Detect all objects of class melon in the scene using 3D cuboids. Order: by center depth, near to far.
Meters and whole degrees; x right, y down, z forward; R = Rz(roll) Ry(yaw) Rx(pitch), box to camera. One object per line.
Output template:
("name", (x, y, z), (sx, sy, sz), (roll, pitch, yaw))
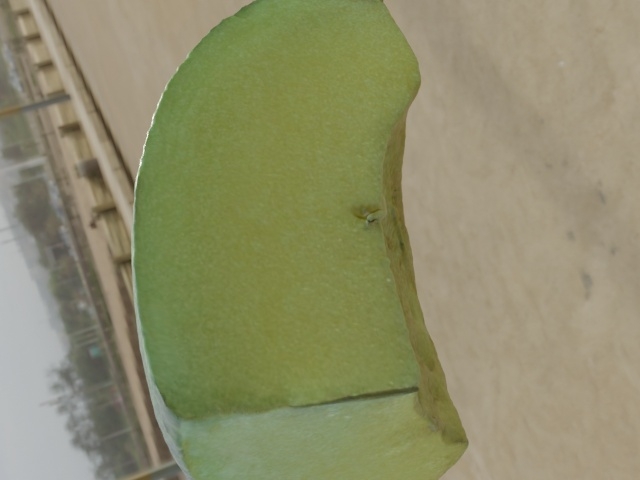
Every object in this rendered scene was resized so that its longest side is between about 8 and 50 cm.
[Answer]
("melon", (0.000, 0.000, 0.689), (0.331, 0.226, 0.344), (30, -142, -46))
